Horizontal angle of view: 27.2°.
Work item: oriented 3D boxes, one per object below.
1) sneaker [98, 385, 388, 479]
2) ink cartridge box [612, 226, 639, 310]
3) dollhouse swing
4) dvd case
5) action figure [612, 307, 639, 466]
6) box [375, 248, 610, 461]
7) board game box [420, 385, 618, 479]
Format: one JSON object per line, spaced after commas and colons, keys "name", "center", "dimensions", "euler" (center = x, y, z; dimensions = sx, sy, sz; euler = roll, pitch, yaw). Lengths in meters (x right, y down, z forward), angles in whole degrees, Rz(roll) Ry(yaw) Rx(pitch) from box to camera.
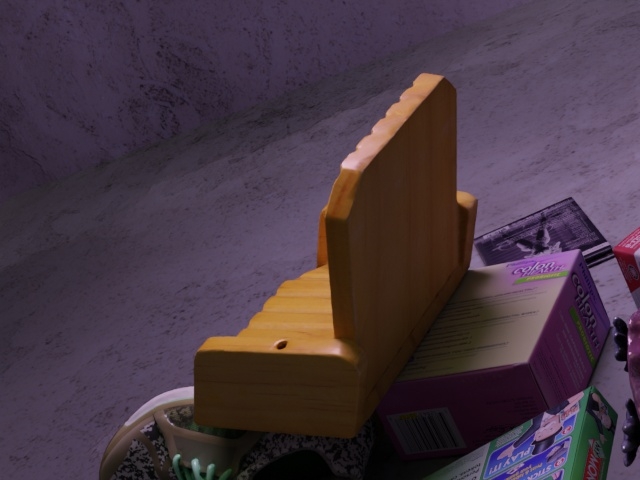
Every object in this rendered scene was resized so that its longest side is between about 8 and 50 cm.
{"name": "sneaker", "center": [-0.108, 0.273, 1.603], "dimensions": [0.410, 0.158, 0.182], "euler": [-20, 29, 21]}
{"name": "ink cartridge box", "center": [0.452, 0.041, 1.503], "dimensions": [0.127, 0.128, 0.176], "euler": [-34, 21, -19]}
{"name": "dollhouse swing", "center": [0.000, 0.000, 1.530], "dimensions": [0.315, 0.305, 0.347], "euler": [-1, 32, 33]}
{"name": "dvd case", "center": [0.316, 0.010, 1.900], "dimensions": [0.164, 0.018, 0.221], "euler": [-23, 20, 4]}
{"name": "action figure", "center": [0.471, 0.147, 1.243], "dimensions": [0.370, 0.248, 0.276], "euler": [-9, -16, 15]}
{"name": "box", "center": [0.205, 0.137, 1.583], "dimensions": [0.213, 0.117, 0.243], "euler": [-13, 25, 32]}
{"name": "board game box", "center": [0.137, 0.283, 1.274], "dimensions": [0.317, 0.046, 0.213], "euler": [-36, 13, 32]}
